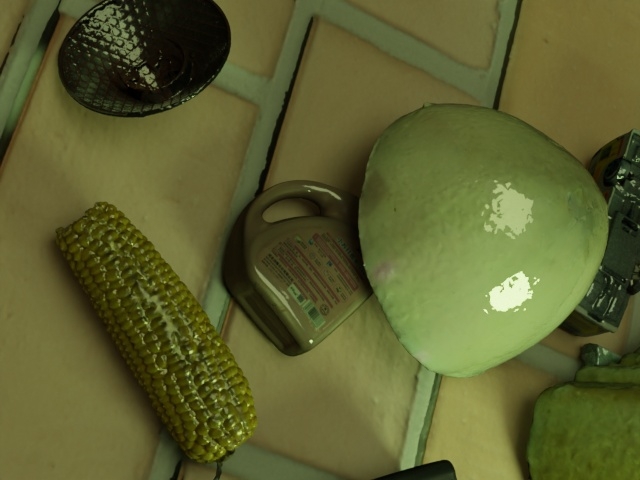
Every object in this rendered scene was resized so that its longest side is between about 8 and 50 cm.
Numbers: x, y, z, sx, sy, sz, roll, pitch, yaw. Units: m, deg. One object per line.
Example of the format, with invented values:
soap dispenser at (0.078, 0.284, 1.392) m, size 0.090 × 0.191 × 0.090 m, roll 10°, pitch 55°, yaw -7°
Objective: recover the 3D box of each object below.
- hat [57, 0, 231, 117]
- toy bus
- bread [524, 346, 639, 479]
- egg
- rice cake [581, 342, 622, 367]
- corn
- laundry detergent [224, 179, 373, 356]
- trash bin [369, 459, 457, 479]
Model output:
hat at (-0.185, -0.188, 1.480) m, size 0.193 × 0.082 × 0.193 m, roll -5°, pitch 56°, yaw 7°
toy bus at (0.366, -0.008, 1.703) m, size 0.092 × 0.106 × 0.268 m, roll 31°, pitch 65°, yaw -17°
bread at (0.468, 0.236, 1.566) m, size 0.395 × 0.264 × 0.239 m, roll -18°, pitch 99°, yaw -25°
egg at (0.209, -0.020, 1.530) m, size 0.337 × 0.201 × 0.337 m, roll 20°, pitch 62°, yaw -42°
rice cake at (0.420, 0.183, 1.711) m, size 0.211 × 0.043 × 0.034 m, roll 25°, pitch 76°, yaw -21°
corn at (-0.160, 0.099, 1.393) m, size 0.101 × 0.101 × 0.310 m, roll -30°, pitch 89°, yaw -32°
laundry detergent at (0.000, 0.000, 1.519) m, size 0.171 × 0.076 × 0.237 m, roll 51°, pitch 58°, yaw -8°
trash bin at (0.041, 0.339, 1.420) m, size 0.226 × 0.115 × 0.165 m, roll -8°, pitch 79°, yaw -28°
